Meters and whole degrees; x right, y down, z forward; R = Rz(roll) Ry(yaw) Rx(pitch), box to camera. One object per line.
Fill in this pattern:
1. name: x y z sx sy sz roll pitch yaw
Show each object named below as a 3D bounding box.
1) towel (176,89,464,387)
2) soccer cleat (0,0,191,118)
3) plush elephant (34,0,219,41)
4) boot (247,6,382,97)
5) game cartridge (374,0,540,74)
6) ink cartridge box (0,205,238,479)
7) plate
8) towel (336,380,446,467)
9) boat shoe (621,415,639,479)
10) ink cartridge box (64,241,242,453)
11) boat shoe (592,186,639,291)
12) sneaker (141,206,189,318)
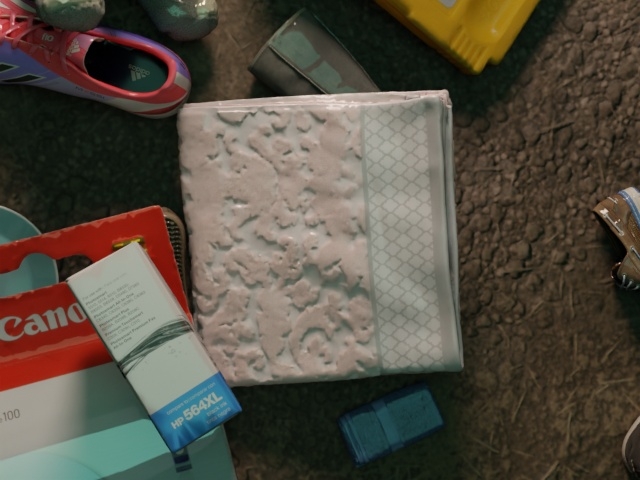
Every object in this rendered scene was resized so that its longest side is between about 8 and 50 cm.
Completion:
1. towel: 0.000 0.000 1.394 0.316 0.053 0.332 -3 94 9
2. soccer cleat: -0.302 -0.219 1.396 0.318 0.116 0.109 16 85 -5
3. plush elephant: -0.198 -0.409 1.338 0.255 0.272 0.330 -40 68 28
4. boot: -0.003 -0.143 1.446 0.208 0.076 0.190 39 83 -5
5. game cartridge: 0.151 -0.393 1.438 0.323 0.052 0.285 35 84 -21
6. ink cartridge box: -0.271 0.186 1.351 0.308 0.091 0.385 -15 103 -6
7. plate: -0.397 0.050 1.418 0.188 0.024 0.188 0 87 -7
8. towel: 0.083 0.217 1.455 0.119 0.029 0.067 -22 89 -6
9. boat shoe: 0.482 0.153 1.466 0.112 0.095 0.335 33 84 -3
10. ink cartridge box: -0.169 0.110 1.269 0.086 0.148 0.203 -31 88 -7
11. boat shoe: 0.385 0.031 1.484 0.066 0.066 0.183 -22 79 -2
12. sneaker: -0.183 0.054 1.422 0.066 0.071 0.188 6 103 -10
